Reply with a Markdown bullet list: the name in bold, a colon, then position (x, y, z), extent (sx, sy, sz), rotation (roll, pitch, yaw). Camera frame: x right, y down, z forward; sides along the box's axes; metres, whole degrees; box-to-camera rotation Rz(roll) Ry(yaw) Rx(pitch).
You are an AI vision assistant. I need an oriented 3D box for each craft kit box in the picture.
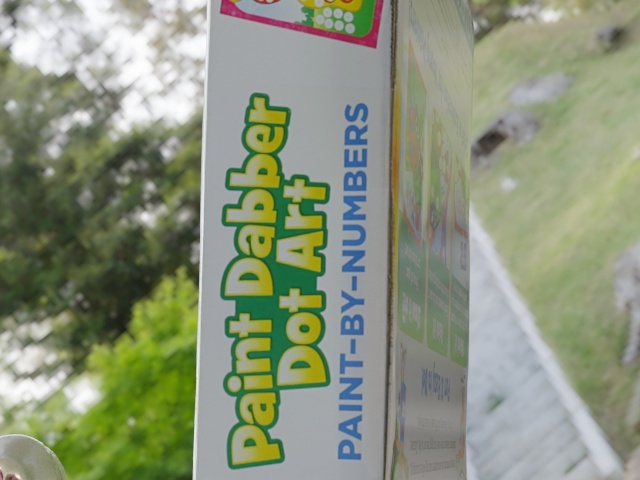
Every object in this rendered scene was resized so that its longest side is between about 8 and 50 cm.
- **craft kit box**: position (0.015, 0.018, 0.511), extent (0.061, 0.246, 0.250), rotation (-3, -8, 10)

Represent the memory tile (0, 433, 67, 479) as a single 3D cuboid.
- **memory tile**: position (-0.121, 0.100, 0.466), extent (0.113, 0.148, 0.012), rotation (-62, -31, -5)
